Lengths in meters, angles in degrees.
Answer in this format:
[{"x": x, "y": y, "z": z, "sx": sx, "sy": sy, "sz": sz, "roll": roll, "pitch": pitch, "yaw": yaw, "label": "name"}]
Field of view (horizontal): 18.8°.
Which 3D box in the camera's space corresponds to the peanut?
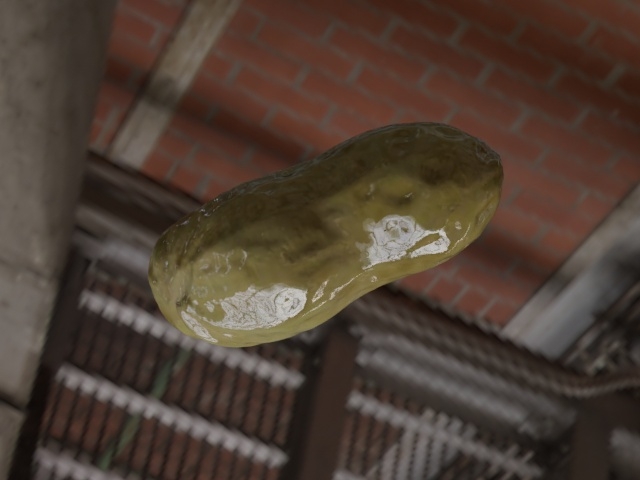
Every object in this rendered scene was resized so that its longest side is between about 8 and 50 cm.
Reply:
[{"x": 0.000, "y": 0.000, "z": 1.561, "sx": 0.147, "sy": 0.319, "sz": 0.147, "roll": 48, "pitch": -149, "yaw": -41, "label": "peanut"}]
